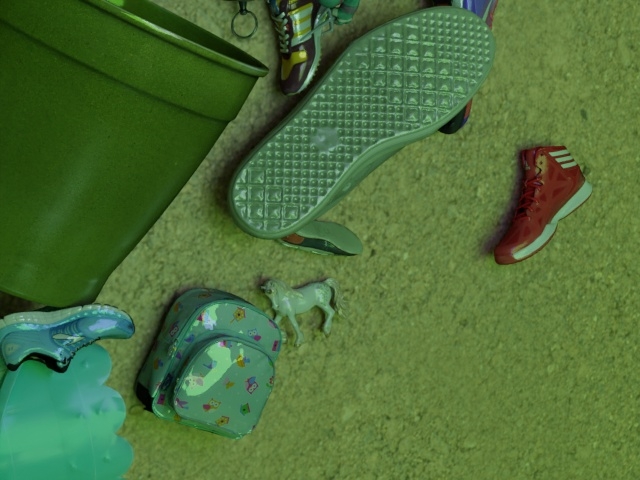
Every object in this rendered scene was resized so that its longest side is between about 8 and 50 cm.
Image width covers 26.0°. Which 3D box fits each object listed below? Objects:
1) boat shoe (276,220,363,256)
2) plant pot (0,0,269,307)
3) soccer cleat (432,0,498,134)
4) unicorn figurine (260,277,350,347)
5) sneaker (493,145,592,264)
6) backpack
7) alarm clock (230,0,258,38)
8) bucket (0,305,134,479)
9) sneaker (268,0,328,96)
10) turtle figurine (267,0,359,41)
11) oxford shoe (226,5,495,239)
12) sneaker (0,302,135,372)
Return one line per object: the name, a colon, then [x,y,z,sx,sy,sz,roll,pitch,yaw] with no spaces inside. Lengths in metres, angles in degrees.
boat shoe: [0.000,0.000,1.993,0.137,0.049,0.043,15,135,-36]
plant pot: [-0.299,-0.123,1.624,0.366,0.366,0.353,20,101,-33]
soccer cleat: [0.211,-0.314,2.022,0.116,0.109,0.318,-8,102,-35]
unicorn figurine: [-0.032,0.095,1.989,0.162,0.060,0.111,-24,113,-43]
sneaker: [0.322,-0.068,2.167,0.221,0.087,0.128,-44,112,-31]
backpack: [-0.142,0.164,1.881,0.166,0.144,0.188,22,85,-28]
alarm clock: [-0.104,-0.362,1.840,0.129,0.064,0.192,-13,110,-30]
bucket: [-0.359,0.223,1.689,0.183,0.281,0.281,-14,108,-26]
sneaker: [-0.040,-0.291,1.893,0.084,0.069,0.185,17,83,-31]
turtle figurine: [0.010,-0.358,1.811,0.175,0.118,0.234,49,40,-35]
oxford shoe: [0.050,-0.164,1.918,0.449,0.130,0.169,-41,88,-9]
sneaker: [-0.291,0.118,1.590,0.162,0.063,0.073,-7,70,-21]
